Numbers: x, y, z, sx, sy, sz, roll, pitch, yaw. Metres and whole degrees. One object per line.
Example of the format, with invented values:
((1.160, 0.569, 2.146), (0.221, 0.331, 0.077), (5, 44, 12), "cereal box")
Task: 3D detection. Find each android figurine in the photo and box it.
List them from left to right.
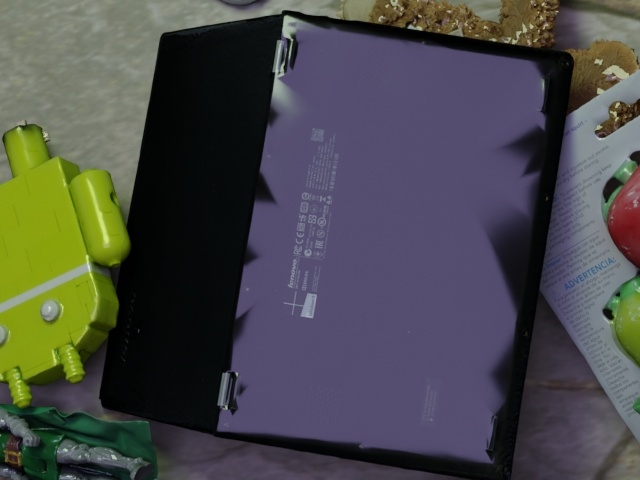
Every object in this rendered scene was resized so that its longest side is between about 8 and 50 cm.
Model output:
((-0.297, 0.028, 1.892), (0.248, 0.056, 0.273), (-23, 69, 18), "android figurine")

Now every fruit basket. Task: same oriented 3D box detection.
((0.350, 0.013, 1.665), (0.327, 0.165, 0.353), (-34, 83, 30), "fruit basket")

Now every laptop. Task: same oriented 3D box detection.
((0.000, 0.000, 1.786), (0.408, 0.236, 0.382), (9, 87, 5), "laptop")

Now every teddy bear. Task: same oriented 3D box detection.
((0.148, -0.147, 1.820), (0.338, 0.113, 0.245), (1, 75, 22), "teddy bear")

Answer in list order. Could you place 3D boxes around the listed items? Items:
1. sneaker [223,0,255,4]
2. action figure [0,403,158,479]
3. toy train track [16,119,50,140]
((-0.138, -0.337, 1.878), (0.086, 0.163, 0.226), (-36, 77, 5), "sneaker")
((-0.268, 0.210, 1.870), (0.232, 0.063, 0.137), (13, 121, 23), "action figure")
((-0.295, -0.084, 1.955), (0.048, 0.014, 0.083), (-20, 78, 11), "toy train track")
